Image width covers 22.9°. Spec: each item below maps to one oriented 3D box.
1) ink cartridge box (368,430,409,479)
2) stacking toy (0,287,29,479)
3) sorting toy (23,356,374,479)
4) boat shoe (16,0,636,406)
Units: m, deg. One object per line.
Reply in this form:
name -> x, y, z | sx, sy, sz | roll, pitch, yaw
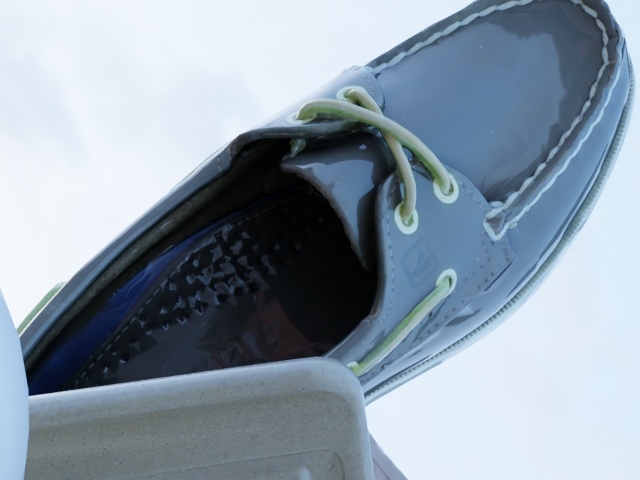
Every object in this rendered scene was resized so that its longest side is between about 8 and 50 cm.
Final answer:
ink cartridge box -> 0.077, 0.358, 1.237 | 0.385, 0.091, 0.308 | 45, -63, 52
stacking toy -> -0.143, 0.186, 0.263 | 0.350, 0.480, 0.351 | 8, -28, 4
sorting toy -> -0.127, 0.162, 0.481 | 0.041, 0.307, 0.229 | -123, -154, -80
boat shoe -> 0.003, 0.003, 0.570 | 0.109, 0.305, 0.091 | 45, -13, 18
